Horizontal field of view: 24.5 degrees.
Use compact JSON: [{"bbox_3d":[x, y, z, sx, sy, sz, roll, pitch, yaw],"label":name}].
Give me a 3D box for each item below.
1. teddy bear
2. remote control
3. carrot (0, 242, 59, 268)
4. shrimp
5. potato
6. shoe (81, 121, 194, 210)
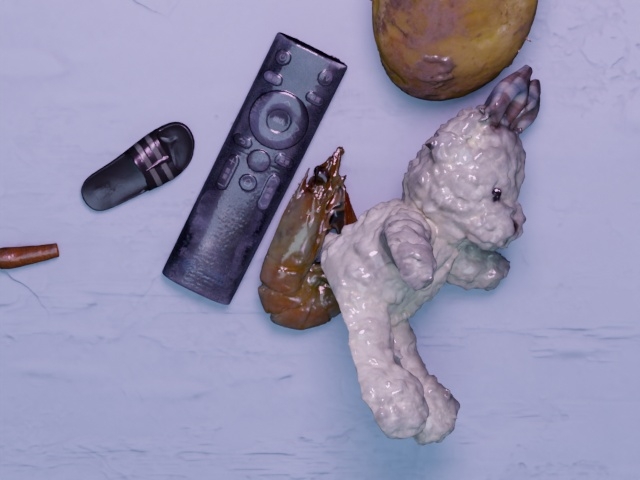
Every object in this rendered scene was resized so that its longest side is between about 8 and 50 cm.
[{"bbox_3d":[0.192,0.022,1.900,0.362,0.327,0.375,-28,70,15],"label":"teddy bear"},{"bbox_3d":[-0.092,-0.094,2.012,0.107,0.044,0.377,25,105,-9],"label":"remote control"},{"bbox_3d":[-0.413,0.021,2.058,0.093,0.032,0.032,-9,105,-2],"label":"carrot"},{"bbox_3d":[0.000,-0.001,2.028,0.145,0.061,0.267,10,100,-14],"label":"shrimp"},{"bbox_3d":[0.169,-0.304,1.871,0.229,0.229,0.266,5,110,0],"label":"potato"},{"bbox_3d":[-0.249,-0.094,2.012,0.179,0.049,0.071,-30,104,9],"label":"shoe"}]
